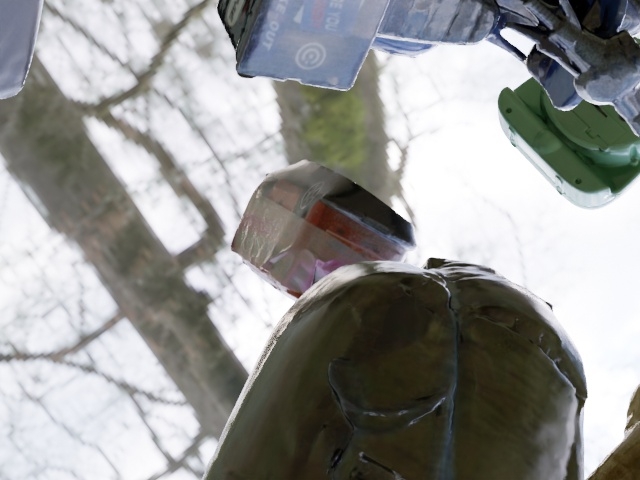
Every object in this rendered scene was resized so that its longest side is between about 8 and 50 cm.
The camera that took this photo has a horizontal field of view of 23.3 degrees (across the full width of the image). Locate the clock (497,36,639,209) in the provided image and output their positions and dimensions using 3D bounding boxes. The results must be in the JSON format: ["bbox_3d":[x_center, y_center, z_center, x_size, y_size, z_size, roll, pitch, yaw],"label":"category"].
[{"bbox_3d":[0.297,-0.145,1.589,0.211,0.066,0.159,-41,-111,-6],"label":"clock"}]

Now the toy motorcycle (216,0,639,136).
[{"bbox_3d":[0.098,-0.161,1.041,0.125,0.359,0.212,-66,-149,33],"label":"toy motorcycle"}]

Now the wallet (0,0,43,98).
[{"bbox_3d":[-0.298,-0.218,1.274,0.169,0.245,0.052,-14,-138,-42],"label":"wallet"}]

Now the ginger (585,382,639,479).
[{"bbox_3d":[0.226,0.232,1.259,0.299,0.065,0.118,-47,-149,-12],"label":"ginger"}]

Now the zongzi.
[{"bbox_3d":[0.105,0.214,0.752,0.174,0.393,0.356,-172,-76,-79],"label":"zongzi"}]

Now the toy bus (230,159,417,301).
[{"bbox_3d":[0.000,0.000,1.741,0.147,0.127,0.303,-60,-162,1],"label":"toy bus"}]
